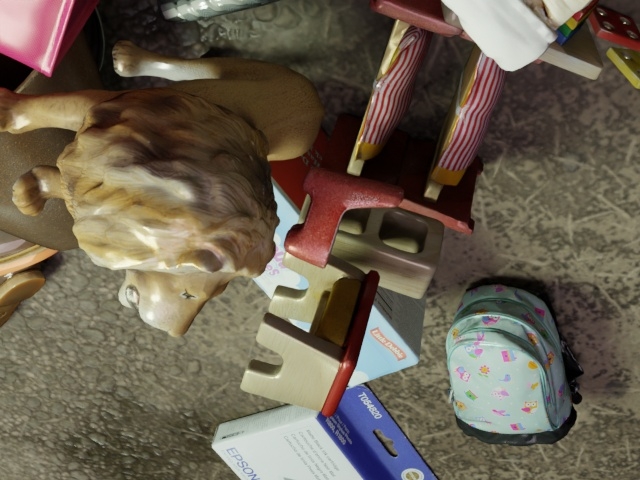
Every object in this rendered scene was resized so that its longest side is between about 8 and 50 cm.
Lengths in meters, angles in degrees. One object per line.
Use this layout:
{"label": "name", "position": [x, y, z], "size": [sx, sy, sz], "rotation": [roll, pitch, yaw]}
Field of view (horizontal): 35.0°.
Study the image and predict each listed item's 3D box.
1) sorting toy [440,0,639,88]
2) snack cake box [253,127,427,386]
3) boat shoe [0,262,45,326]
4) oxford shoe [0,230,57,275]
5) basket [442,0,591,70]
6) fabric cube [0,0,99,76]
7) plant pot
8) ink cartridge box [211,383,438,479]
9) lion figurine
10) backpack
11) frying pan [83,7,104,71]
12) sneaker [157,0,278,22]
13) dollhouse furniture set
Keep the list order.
{"label": "sorting toy", "position": [0.170, -0.197, 0.804], "size": [0.275, 0.132, 0.046], "rotation": [18, 129, -14]}
{"label": "snack cake box", "position": [0.000, 0.000, 1.006], "size": [0.089, 0.152, 0.264], "rotation": [-25, 120, 28]}
{"label": "boat shoe", "position": [-0.399, 0.063, 1.202], "size": [0.207, 0.073, 0.073], "rotation": [-37, 76, 30]}
{"label": "oxford shoe", "position": [-0.444, -0.041, 1.087], "size": [0.364, 0.130, 0.132], "rotation": [4, 123, 9]}
{"label": "basket", "position": [0.105, -0.348, 0.596], "size": [0.331, 0.328, 0.266], "rotation": [41, 121, -20]}
{"label": "fabric cube", "position": [-0.242, -0.326, 0.727], "size": [0.258, 0.259, 0.254], "rotation": [23, 129, -10]}
{"label": "plant pot", "position": [-0.272, -0.097, 0.919], "size": [0.215, 0.215, 0.230], "rotation": [-7, 145, 17]}
{"label": "ink cartridge box", "position": [0.011, 0.295, 1.313], "size": [0.224, 0.045, 0.223], "rotation": [-21, 121, 26]}
{"label": "lion figurine", "position": [-0.087, -0.082, 0.783], "size": [0.240, 0.392, 0.142], "rotation": [6, 120, 23]}
{"label": "backpack", "position": [0.204, 0.137, 1.100], "size": [0.152, 0.115, 0.182], "rotation": [-3, 125, 17]}
{"label": "frying pan", "position": [-0.352, -0.241, 0.948], "size": [0.326, 0.053, 0.197], "rotation": [30, 129, -13]}
{"label": "sneaker", "position": [-0.061, -0.267, 0.858], "size": [0.229, 0.086, 0.132], "rotation": [-5, 105, 38]}
{"label": "dollhouse furniture set", "position": [0.073, -0.053, 0.808], "size": [0.152, 0.374, 0.201], "rotation": [18, 131, 0]}
